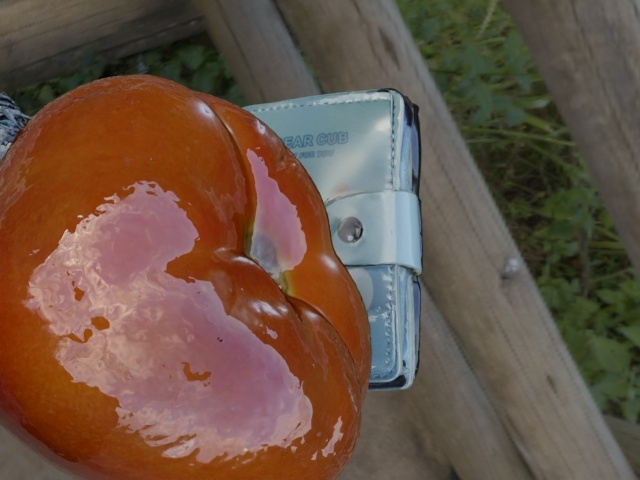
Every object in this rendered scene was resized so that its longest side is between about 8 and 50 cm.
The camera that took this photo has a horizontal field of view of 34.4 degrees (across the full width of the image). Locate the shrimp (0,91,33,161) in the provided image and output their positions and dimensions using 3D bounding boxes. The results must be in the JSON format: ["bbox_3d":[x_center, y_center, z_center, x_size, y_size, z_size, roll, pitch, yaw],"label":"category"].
[{"bbox_3d":[-0.244,-0.084,0.792,0.174,0.082,0.076,31,56,8],"label":"shrimp"}]

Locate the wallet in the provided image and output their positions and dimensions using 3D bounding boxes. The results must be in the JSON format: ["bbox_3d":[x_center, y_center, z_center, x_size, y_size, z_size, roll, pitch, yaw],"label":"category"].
[{"bbox_3d":[0.000,0.000,0.867,0.075,0.176,0.250,31,57,-63],"label":"wallet"}]

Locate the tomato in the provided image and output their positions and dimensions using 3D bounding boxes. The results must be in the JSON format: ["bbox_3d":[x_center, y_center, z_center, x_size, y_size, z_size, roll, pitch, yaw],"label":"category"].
[{"bbox_3d":[-0.084,0.037,0.575,0.180,0.260,0.259,-24,104,22],"label":"tomato"}]
